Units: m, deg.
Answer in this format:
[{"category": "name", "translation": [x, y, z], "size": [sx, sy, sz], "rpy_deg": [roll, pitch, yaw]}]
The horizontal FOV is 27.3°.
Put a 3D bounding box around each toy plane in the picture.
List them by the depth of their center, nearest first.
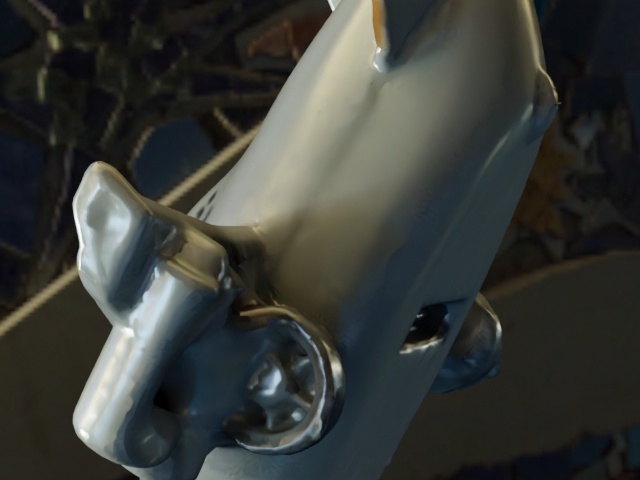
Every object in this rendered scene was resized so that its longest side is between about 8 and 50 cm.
[{"category": "toy plane", "translation": [0.000, 0.000, 0.447], "size": [0.117, 0.245, 0.244], "rpy_deg": [30, -161, 22]}]
